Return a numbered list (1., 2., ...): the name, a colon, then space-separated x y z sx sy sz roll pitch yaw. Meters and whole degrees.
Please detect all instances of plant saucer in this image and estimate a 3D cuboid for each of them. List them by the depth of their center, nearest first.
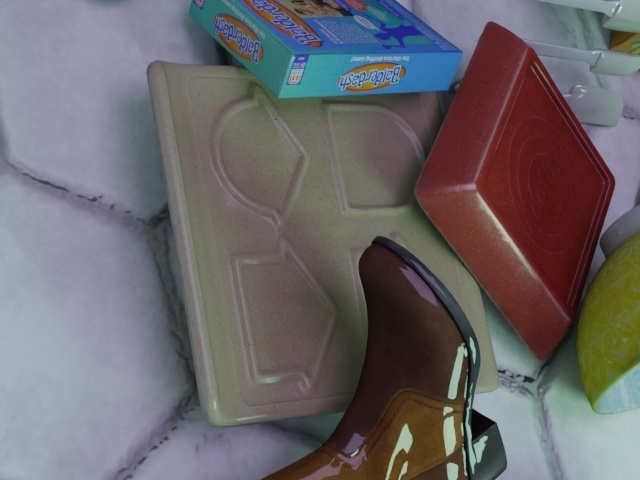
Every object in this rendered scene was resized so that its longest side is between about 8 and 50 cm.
1. plant saucer: 0.216 -0.055 1.268 0.259 0.047 0.258 50 48 -30

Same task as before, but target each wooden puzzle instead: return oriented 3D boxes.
1. wooden puzzle: 0.000 0.000 1.154 0.347 0.080 0.322 -1 75 -38

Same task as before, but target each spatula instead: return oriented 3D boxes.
1. spatula: 0.263 -0.210 1.359 0.242 0.168 0.019 5 35 -27

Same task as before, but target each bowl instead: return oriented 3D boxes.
1. bowl: 0.370 0.041 1.267 0.289 0.289 0.156 -10 62 -35

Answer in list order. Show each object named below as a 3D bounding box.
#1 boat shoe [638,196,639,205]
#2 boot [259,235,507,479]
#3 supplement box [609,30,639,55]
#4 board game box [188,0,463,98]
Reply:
1. boat shoe: 0.433 -0.054 1.434 0.102 0.092 0.285 24 63 -26
2. boot: 0.003 0.164 1.031 0.280 0.096 0.264 -30 122 -21
3. supplement box: 0.417 -0.321 1.528 0.078 0.080 0.233 27 59 -21
4. board game box: 0.006 -0.195 1.178 0.210 0.047 0.160 -7 40 -39
